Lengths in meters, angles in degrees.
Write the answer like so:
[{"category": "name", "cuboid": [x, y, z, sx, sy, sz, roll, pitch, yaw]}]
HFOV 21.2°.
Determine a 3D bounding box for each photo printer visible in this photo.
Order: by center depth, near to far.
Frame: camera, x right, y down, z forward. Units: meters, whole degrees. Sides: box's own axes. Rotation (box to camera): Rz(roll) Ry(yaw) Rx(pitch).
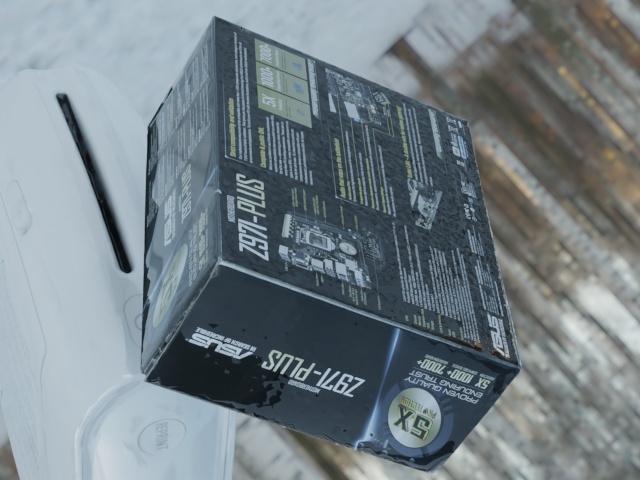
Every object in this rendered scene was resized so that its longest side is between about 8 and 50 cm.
[{"category": "photo printer", "cuboid": [-0.130, 0.067, 1.011, 0.107, 0.256, 0.307, -12, 141, -16]}]

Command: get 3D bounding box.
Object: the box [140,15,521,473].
[{"category": "box", "cuboid": [0.000, 0.000, 0.783, 0.077, 0.147, 0.180, -55, -154, 33]}]
